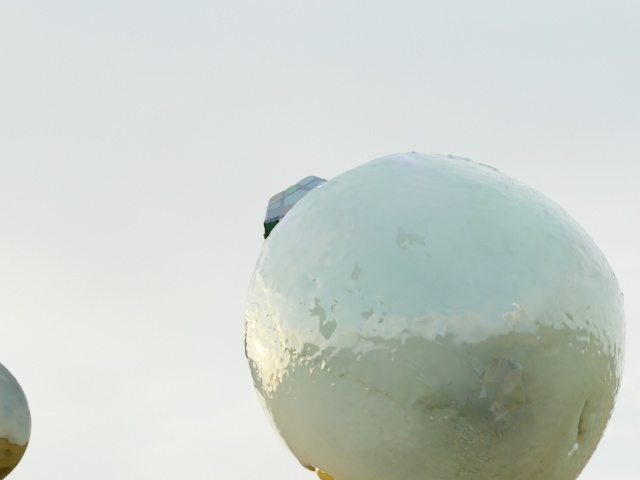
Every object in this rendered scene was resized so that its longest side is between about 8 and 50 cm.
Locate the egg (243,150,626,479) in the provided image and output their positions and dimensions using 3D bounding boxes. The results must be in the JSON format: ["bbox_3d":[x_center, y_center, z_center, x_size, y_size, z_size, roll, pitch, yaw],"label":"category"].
[{"bbox_3d":[0.115,0.093,1.337,0.337,0.337,0.201,-1,7,-15],"label":"egg"}]

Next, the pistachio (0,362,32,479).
[{"bbox_3d":[-0.460,0.200,1.935,0.212,0.260,0.163,-33,-28,-22],"label":"pistachio"}]

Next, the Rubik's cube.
[{"bbox_3d":[0.000,0.000,1.665,0.133,0.112,0.133,28,-4,2],"label":"Rubik's cube"}]
